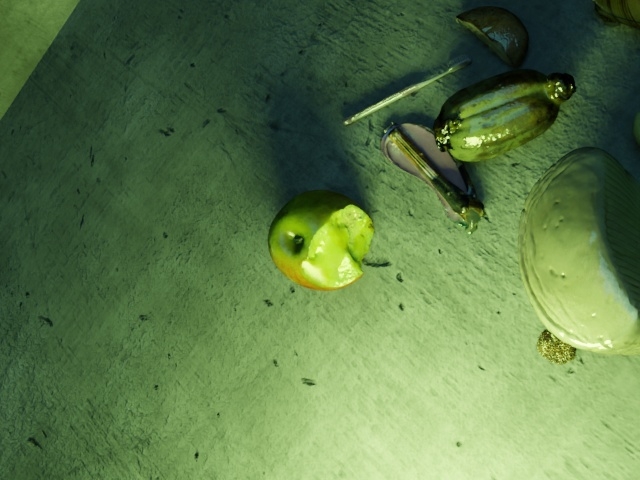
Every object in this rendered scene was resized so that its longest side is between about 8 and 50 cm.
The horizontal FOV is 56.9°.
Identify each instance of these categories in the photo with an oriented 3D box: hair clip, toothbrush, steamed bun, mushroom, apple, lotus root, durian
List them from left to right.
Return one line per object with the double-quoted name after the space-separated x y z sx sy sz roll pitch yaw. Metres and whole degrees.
0.000 0.000 1.399 0.246 0.226 0.246 -6 78 27 "apple"
0.212 -0.381 1.500 0.354 0.024 0.029 -24 63 19 "toothbrush"
0.269 -0.170 1.405 0.358 0.096 0.110 58 140 34 "hair clip"
0.417 -0.502 1.402 0.094 0.072 0.209 -37 64 4 "mushroom"
0.405 -0.280 1.309 0.309 0.173 0.173 -18 70 22 "lotus root"
0.475 0.208 1.191 0.080 0.091 0.080 -24 40 22 "durian"
0.500 0.035 1.121 0.236 0.247 0.383 -28 57 43 "steamed bun"

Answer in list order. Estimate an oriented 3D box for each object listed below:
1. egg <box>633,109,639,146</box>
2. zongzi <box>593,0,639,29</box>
0.693 -0.211 1.168 0.114 0.114 0.152 -43 67 11 "egg"
0.728 -0.452 1.238 0.123 0.289 0.260 -44 22 -4 "zongzi"
